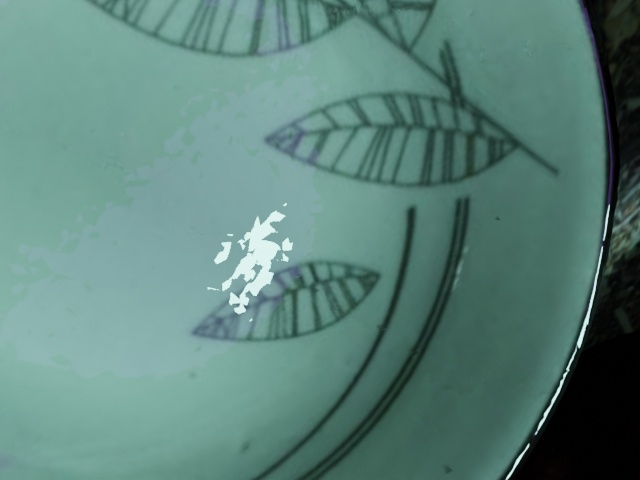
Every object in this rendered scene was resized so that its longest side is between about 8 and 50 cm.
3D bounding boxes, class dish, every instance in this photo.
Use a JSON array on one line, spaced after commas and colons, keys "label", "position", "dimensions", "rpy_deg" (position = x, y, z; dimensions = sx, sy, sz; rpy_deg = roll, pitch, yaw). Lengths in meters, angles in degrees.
[{"label": "dish", "position": [-0.061, -0.014, 0.330], "dimensions": [0.316, 0.106, 0.317], "rpy_deg": [-4, 101, -20]}]

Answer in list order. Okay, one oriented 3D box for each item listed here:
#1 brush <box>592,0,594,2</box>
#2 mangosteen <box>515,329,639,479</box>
[{"label": "brush", "position": [0.089, -0.150, 0.420], "dimensions": [0.197, 0.059, 0.123], "rpy_deg": [-41, 137, -7]}, {"label": "mangosteen", "position": [0.260, 0.191, 0.656], "dimensions": [0.330, 0.330, 0.330], "rpy_deg": [-22, 134, -24]}]
